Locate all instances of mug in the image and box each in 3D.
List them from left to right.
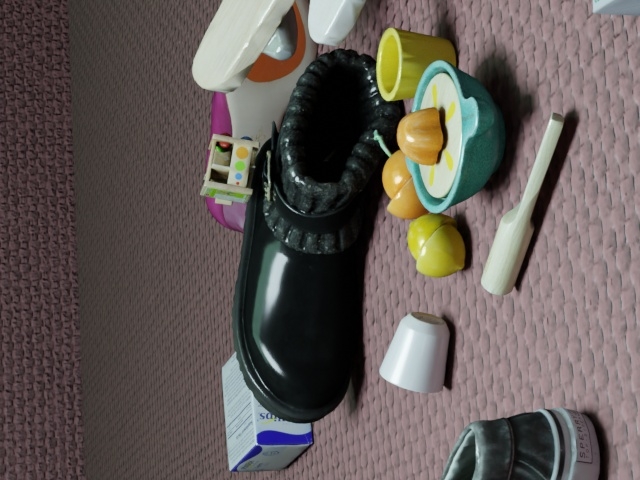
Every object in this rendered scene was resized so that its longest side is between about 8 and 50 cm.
[{"bbox_3d":[0.090,0.100,1.713,0.078,0.062,0.064,40,120,60],"label":"mug"}]

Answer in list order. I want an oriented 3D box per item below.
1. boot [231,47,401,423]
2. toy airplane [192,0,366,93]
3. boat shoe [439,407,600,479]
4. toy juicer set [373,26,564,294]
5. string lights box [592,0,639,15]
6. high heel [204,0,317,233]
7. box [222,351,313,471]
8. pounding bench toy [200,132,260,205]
[{"bbox_3d":[-0.004,-0.001,1.893,0.260,0.131,0.348,134,134,-66],"label":"boot"},{"bbox_3d":[-0.002,-0.359,1.776,0.386,0.272,0.384,-8,92,36],"label":"toy airplane"},{"bbox_3d":[0.115,0.243,1.505,0.121,0.119,0.335,-96,20,-45],"label":"boat shoe"},{"bbox_3d":[0.107,-0.056,1.610,0.329,0.089,0.209,-131,45,-64],"label":"toy juicer set"},{"bbox_3d":[0.236,-0.295,1.229,0.133,0.077,0.259,153,116,-70],"label":"string lights box"},{"bbox_3d":[-0.097,-0.180,2.187,0.181,0.127,0.377,41,132,54],"label":"high heel"},{"bbox_3d":[-0.065,0.197,2.178,0.126,0.072,0.137,129,139,-63],"label":"box"},{"bbox_3d":[-0.099,-0.077,1.967,0.083,0.052,0.065,129,150,-76],"label":"pounding bench toy"}]
